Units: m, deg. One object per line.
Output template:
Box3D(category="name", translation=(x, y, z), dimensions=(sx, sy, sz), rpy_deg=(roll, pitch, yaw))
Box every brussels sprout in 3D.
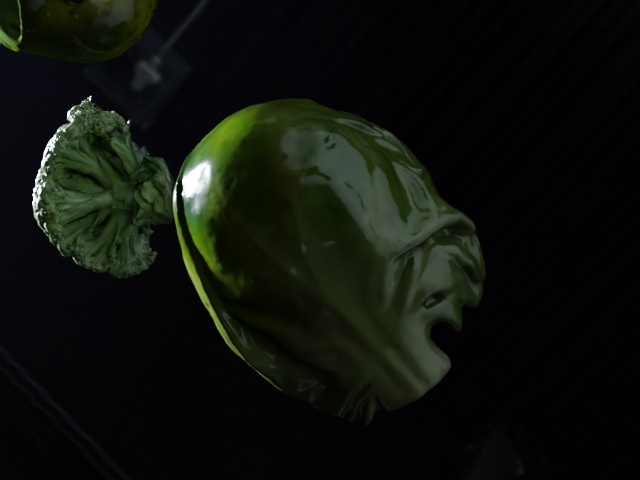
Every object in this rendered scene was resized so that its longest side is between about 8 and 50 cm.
Box3D(category="brussels sprout", translation=(-0.017, -0.003, 1.395), dimensions=(0.361, 0.342, 0.425), rpy_deg=(37, -179, -28))

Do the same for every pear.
Box3D(category="pear", translation=(-0.292, -0.352, 1.266), dimensions=(0.238, 0.342, 0.318), rpy_deg=(-13, -121, -20))

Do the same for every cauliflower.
Box3D(category="cauliflower", translation=(-0.341, -0.090, 1.831), dimensions=(0.275, 0.250, 0.272), rpy_deg=(43, -126, -57))
